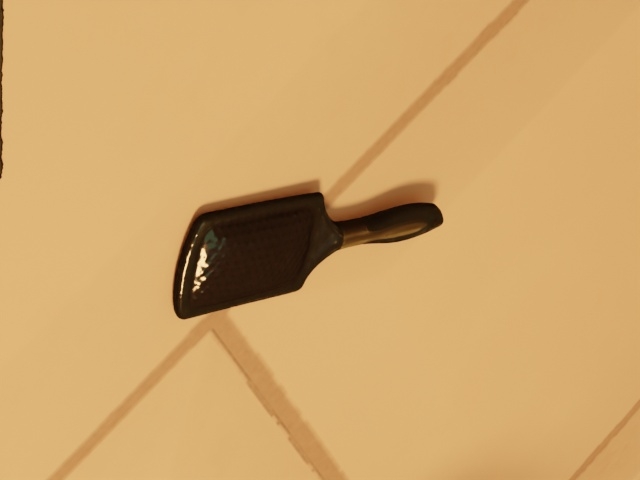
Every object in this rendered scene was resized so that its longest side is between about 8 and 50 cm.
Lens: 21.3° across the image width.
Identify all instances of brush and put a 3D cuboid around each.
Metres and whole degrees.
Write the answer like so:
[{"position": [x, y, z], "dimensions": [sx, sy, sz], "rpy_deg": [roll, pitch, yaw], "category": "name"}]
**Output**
[{"position": [0.000, 0.000, 0.921], "dimensions": [0.193, 0.016, 0.063], "rpy_deg": [-14, 131, -43], "category": "brush"}]

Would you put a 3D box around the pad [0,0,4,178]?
[{"position": [-0.215, -0.088, 0.549], "dimensions": [0.315, 0.063, 0.375], "rpy_deg": [-25, 136, -36], "category": "pad"}]
